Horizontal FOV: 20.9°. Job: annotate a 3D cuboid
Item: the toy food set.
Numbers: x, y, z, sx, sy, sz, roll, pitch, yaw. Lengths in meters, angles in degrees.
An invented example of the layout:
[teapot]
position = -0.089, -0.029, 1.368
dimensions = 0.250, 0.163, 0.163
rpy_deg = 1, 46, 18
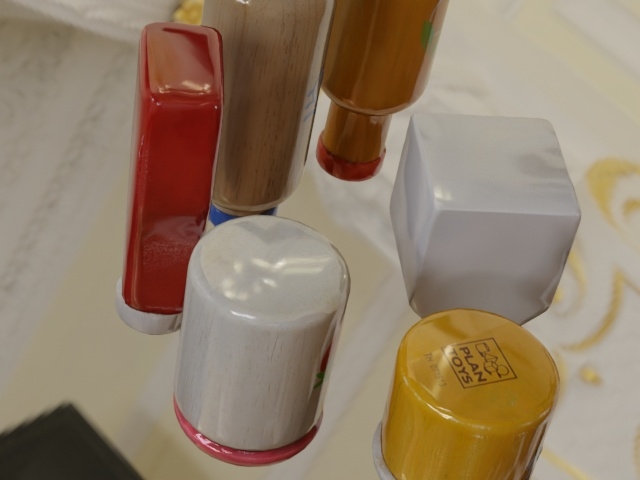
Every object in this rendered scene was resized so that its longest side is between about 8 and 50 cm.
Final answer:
[toy food set]
position = 0.000, 0.000, 0.498
dimensions = 0.111, 0.232, 0.104
rpy_deg = 1, -47, -11
